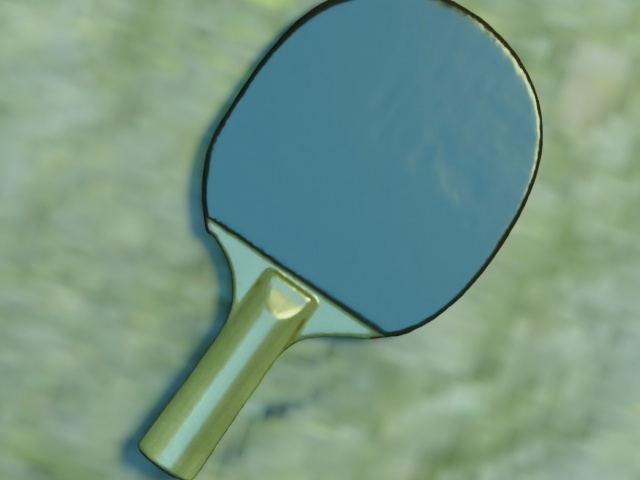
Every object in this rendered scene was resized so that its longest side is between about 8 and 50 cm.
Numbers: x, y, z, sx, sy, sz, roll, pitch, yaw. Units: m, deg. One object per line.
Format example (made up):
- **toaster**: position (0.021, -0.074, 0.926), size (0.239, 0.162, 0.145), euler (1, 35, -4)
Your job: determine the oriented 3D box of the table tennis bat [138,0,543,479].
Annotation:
- **table tennis bat**: position (0.000, 0.000, 0.529), size (0.087, 0.013, 0.156), euler (36, 89, -6)
